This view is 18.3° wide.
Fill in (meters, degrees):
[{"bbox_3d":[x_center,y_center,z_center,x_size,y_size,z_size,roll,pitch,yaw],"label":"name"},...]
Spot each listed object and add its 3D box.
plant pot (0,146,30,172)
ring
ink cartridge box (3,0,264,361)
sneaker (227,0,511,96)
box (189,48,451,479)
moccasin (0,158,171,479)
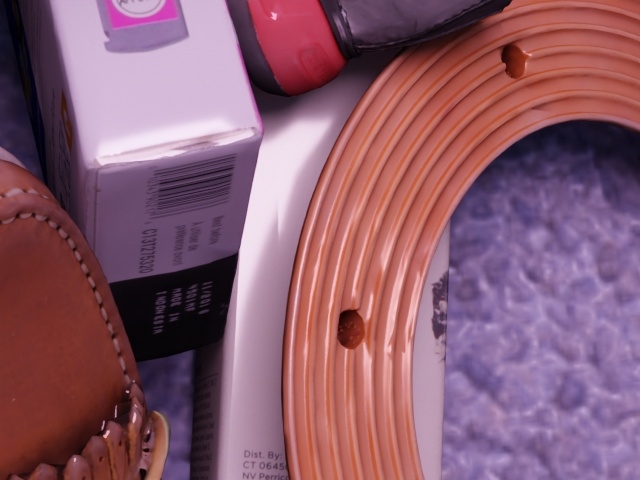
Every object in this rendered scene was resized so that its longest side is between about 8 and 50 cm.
[{"bbox_3d":[-0.282,0.005,0.721,0.274,0.256,0.256,34,77,23],"label":"plant pot"},{"bbox_3d":[0.111,0.061,0.812,0.336,0.032,0.337,5,82,-38],"label":"ring"},{"bbox_3d":[-0.101,-0.154,0.752,0.069,0.176,0.371,-13,68,-12],"label":"ink cartridge box"},{"bbox_3d":[0.021,-0.193,0.749,0.135,0.097,0.276,-7,75,12],"label":"sneaker"},{"bbox_3d":[0.000,0.000,0.833,0.094,0.113,0.275,4,83,-9],"label":"box"},{"bbox_3d":[-0.098,0.144,0.677,0.139,0.147,0.380,-23,128,-34],"label":"moccasin"}]
